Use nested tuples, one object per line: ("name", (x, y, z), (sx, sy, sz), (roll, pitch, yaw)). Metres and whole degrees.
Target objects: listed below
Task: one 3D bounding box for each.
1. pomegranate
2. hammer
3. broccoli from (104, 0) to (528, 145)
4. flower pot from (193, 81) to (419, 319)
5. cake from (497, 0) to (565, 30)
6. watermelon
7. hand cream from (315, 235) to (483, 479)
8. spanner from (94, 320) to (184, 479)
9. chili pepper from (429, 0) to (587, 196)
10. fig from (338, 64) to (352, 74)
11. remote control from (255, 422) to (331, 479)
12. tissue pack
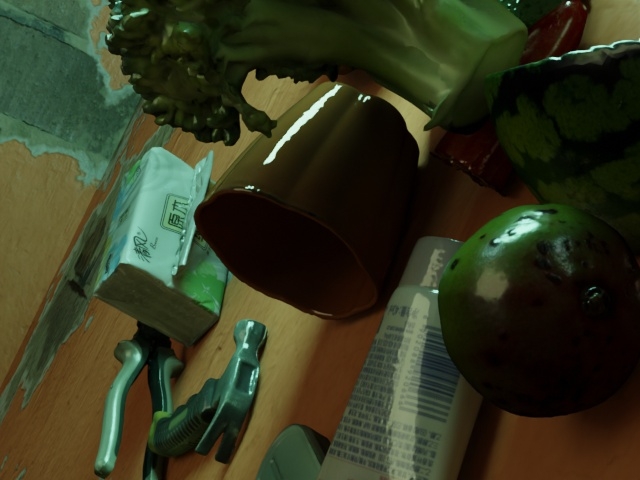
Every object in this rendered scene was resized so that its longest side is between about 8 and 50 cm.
("pomegranate", (0.128, 0.053, 0.678), (0.159, 0.129, 0.129), (109, 172, -50))
("hammer", (-0.137, 0.199, 1.267), (0.226, 0.041, 0.158), (-39, 29, 47))
("broccoli", (0.023, -0.230, 0.881), (0.338, 0.318, 0.277), (-63, -10, -49))
("flower pot", (0.005, -0.045, 1.046), (0.173, 0.191, 0.191), (-58, 15, -28))
("cake", (0.138, -0.210, 1.003), (0.235, 0.099, 0.100), (-25, 45, 59))
("watermelon", (0.181, -0.088, 0.699), (0.303, 0.128, 0.159), (-4, 62, 67))
("hand cream", (0.067, 0.123, 0.787), (0.133, 0.083, 0.247), (8, 71, 51))
("spanner", (-0.229, 0.180, 1.437), (0.040, 0.096, 0.324), (-48, 26, 36))
("chili pepper", (0.163, -0.124, 0.895), (0.169, 0.065, 0.088), (-58, 21, 6))
("fig", (-0.041, -0.380, 1.285), (0.286, 0.369, 0.286), (-43, 23, 23))
("remote control", (-0.005, 0.232, 0.880), (0.104, 0.052, 0.247), (-61, 20, 11))
("tissue pack", (-0.187, -0.007, 1.480), (0.145, 0.159, 0.229), (-39, 31, 35))
